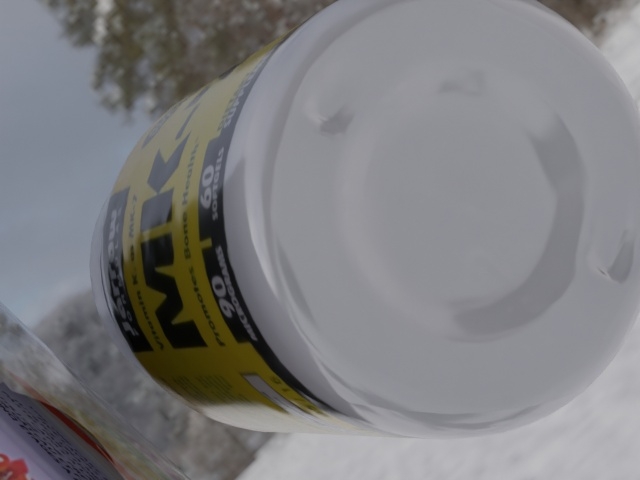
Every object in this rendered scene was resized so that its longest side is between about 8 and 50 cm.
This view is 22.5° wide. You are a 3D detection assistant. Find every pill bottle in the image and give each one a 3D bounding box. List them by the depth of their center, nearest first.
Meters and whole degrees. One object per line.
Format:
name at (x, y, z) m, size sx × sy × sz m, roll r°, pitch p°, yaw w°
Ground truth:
pill bottle at (0.000, 0.000, 0.491) m, size 0.119 × 0.119 × 0.208 m, roll -43°, pitch 9°, yaw -19°

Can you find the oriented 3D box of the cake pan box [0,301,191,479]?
cake pan box at (-0.129, 0.035, 0.459) m, size 0.070 × 0.267 × 0.246 m, roll -47°, pitch -17°, yaw -7°
